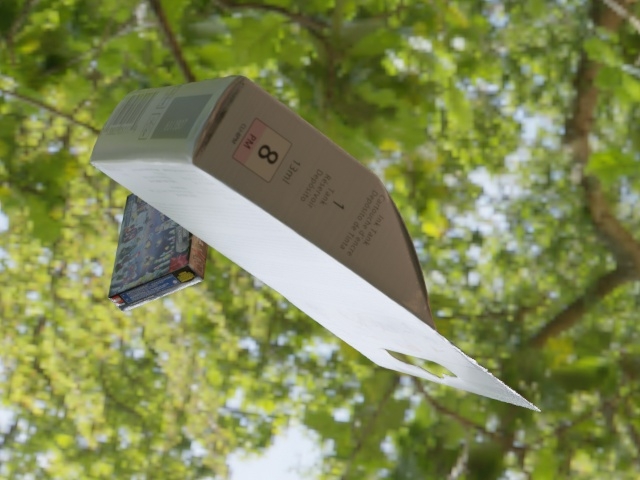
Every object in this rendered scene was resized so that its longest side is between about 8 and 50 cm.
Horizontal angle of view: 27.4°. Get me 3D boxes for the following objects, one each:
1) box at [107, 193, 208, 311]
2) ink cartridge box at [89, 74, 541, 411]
[{"bbox_3d":[-0.150,-0.004,1.247,0.027,0.094,0.137,50,-151,-38],"label":"box"},{"bbox_3d":[0.000,0.000,0.714,0.232,0.189,0.066,32,-100,-23],"label":"ink cartridge box"}]
